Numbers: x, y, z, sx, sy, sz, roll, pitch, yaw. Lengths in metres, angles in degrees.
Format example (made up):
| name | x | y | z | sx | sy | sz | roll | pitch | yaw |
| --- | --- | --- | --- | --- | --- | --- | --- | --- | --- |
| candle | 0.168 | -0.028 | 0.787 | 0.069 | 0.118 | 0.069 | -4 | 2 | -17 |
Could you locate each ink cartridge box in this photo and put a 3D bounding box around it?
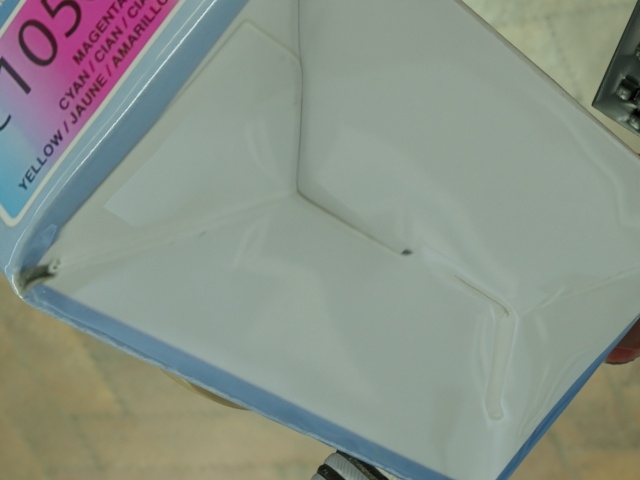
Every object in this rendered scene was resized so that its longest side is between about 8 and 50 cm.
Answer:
| name | x | y | z | sx | sy | sz | roll | pitch | yaw |
| --- | --- | --- | --- | --- | --- | --- | --- | --- | --- |
| ink cartridge box | -0.073 | -0.102 | 0.745 | 0.151 | 0.395 | 0.270 | -49 | 139 | 8 |

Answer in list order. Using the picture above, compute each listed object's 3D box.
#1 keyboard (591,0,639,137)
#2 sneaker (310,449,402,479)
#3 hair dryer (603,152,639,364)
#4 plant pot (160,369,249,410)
| name | x | y | z | sx | sy | sz | roll | pitch | yaw |
| --- | --- | --- | --- | --- | --- | --- | --- | --- | --- |
| keyboard | 0.229 | -0.188 | 1.179 | 0.201 | 0.033 | 0.317 | 38 | 138 | 18 |
| sneaker | 0.088 | 0.183 | 0.919 | 0.223 | 0.083 | 0.098 | 46 | 170 | 30 |
| hair dryer | 0.308 | 0.051 | 1.570 | 0.224 | 0.080 | 0.293 | -24 | 112 | 34 |
| plant pot | 0.000 | 0.000 | 1.214 | 0.110 | 0.237 | 0.237 | 17 | 143 | 48 |
